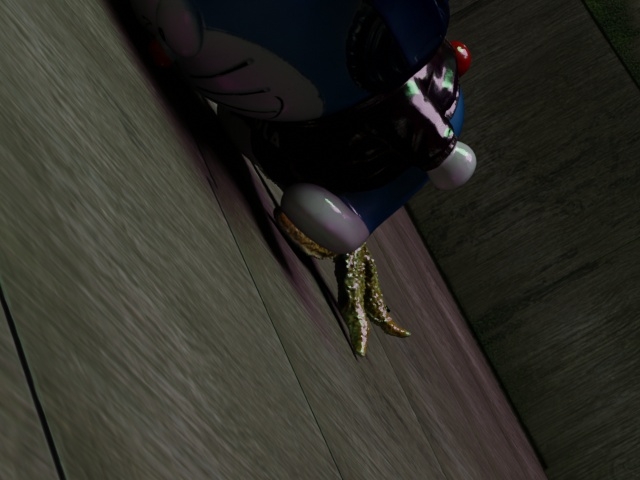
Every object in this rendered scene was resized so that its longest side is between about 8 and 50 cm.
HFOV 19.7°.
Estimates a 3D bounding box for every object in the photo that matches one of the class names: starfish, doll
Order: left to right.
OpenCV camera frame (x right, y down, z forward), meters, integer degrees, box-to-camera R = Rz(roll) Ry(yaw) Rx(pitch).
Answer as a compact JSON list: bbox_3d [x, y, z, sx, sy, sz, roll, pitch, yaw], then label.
[{"bbox_3d":[-0.012,-0.172,1.330,0.284,0.240,0.310,32,-17,45],"label":"doll"},{"bbox_3d":[0.000,0.000,1.510,0.208,0.053,0.176,56,13,20],"label":"starfish"}]
